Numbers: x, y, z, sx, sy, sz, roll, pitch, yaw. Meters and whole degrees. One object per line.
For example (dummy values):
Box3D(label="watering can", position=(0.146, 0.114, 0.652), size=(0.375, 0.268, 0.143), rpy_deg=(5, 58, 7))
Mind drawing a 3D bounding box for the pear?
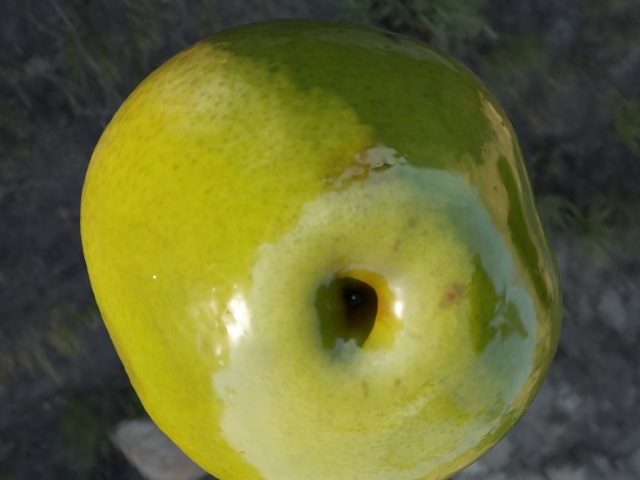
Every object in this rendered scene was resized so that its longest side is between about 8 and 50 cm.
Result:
Box3D(label="pear", position=(0.000, 0.000, 0.661), size=(0.166, 0.216, 0.180), rpy_deg=(-35, 105, 7))
